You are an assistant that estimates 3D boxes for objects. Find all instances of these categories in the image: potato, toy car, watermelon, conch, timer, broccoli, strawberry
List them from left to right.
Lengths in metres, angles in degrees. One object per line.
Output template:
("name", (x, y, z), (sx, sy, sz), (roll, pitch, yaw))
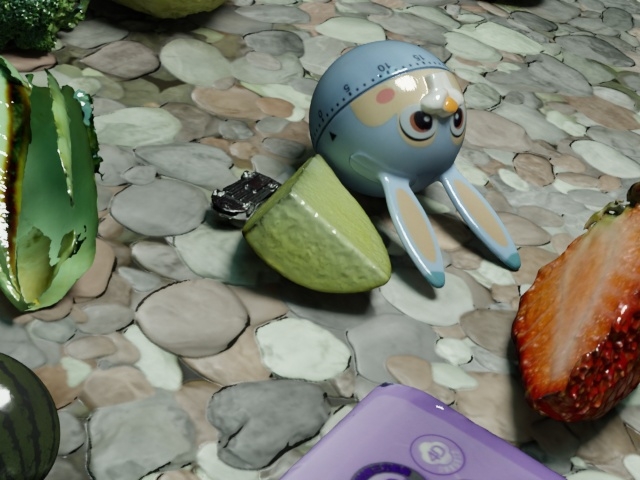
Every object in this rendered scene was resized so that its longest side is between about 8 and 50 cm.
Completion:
("watermelon", (-0.233, 0.115, 0.717), (0.133, 0.105, 0.105), (46, 44, 13))
("conch", (-0.261, -0.068, 0.938), (0.143, 0.137, 0.251), (-23, 48, -41))
("broccoli", (-0.326, -0.301, 1.228), (0.195, 0.195, 0.156), (37, 22, 30))
("toy car", (-0.073, -0.041, 1.057), (0.041, 0.025, 0.093), (25, 34, 19))
("potato", (0.000, 0.000, 1.009), (0.120, 0.081, 0.149), (45, 18, -7))
("timer", (0.095, -0.093, 1.067), (0.175, 0.175, 0.255), (-15, 43, -34))
("strawberry", (0.247, 0.070, 0.928), (0.107, 0.175, 0.236), (41, 71, -13))

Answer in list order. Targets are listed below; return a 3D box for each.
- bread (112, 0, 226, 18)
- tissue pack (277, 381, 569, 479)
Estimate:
("bread", (-0.213, -0.417, 1.303), (0.321, 0.320, 0.237), (30, 42, 22))
("tissue pack", (0.030, 0.257, 0.565), (0.242, 0.160, 0.338), (29, 39, 23))
